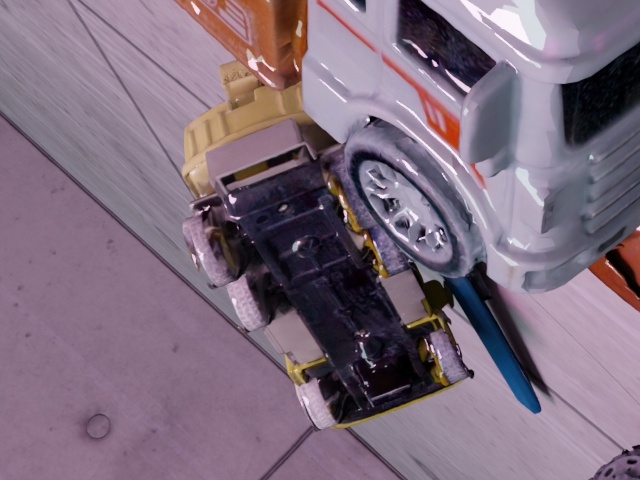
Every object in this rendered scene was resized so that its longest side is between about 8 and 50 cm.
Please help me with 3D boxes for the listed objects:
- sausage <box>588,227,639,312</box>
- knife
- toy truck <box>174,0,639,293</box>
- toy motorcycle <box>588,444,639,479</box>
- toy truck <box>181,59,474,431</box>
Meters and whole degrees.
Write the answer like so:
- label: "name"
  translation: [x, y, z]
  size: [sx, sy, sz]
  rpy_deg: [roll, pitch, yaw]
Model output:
- label: "sausage"
  translation: [0.252, 0.094, 0.492]
  size: [0.419, 0.094, 0.094]
  rpy_deg: [42, -151, 15]
- label: "knife"
  translation: [0.117, 0.052, 1.084]
  size: [0.044, 0.026, 0.296]
  rpy_deg: [62, -175, 37]
- label: "toy truck"
  translation: [-0.001, -0.139, 0.437]
  size: [0.305, 0.136, 0.162]
  rpy_deg: [44, 162, 21]
- label: "toy motorcycle"
  translation: [0.239, 0.238, 0.919]
  size: [0.108, 0.173, 0.307]
  rpy_deg: [52, 170, -33]
- label: "toy truck"
  translation: [0.000, 0.000, 1.008]
  size: [0.272, 0.124, 0.157]
  rpy_deg: [59, -167, -48]
